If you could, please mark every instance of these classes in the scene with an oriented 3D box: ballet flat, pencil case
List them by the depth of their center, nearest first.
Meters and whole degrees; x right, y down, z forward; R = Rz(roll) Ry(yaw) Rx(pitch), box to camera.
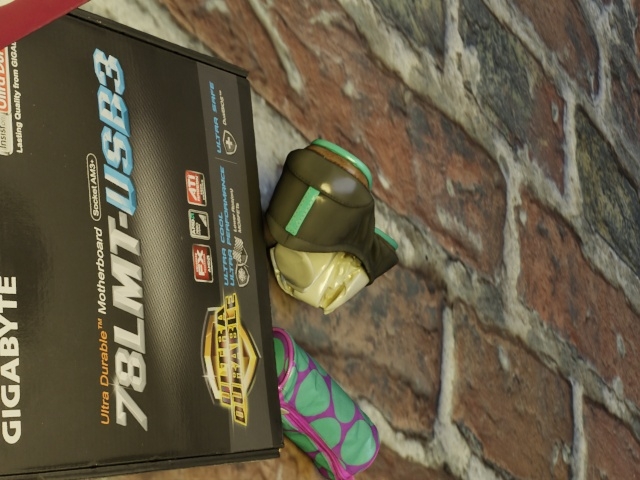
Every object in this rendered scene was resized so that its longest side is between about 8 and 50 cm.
[{"bbox_3d":[-0.011,0.135,0.996,0.152,0.064,0.070,49,26,-41],"label":"pencil case"},{"bbox_3d":[0.000,0.000,1.011,0.096,0.095,0.280,-59,164,-8],"label":"ballet flat"}]

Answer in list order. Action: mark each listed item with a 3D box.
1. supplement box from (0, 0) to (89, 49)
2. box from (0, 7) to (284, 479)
[{"bbox_3d":[-0.206,-0.138,0.625,0.188,0.081,0.104,-32,118,-11],"label":"supplement box"},{"bbox_3d":[-0.140,0.006,0.812,0.293,0.073,0.296,12,71,-59],"label":"box"}]
